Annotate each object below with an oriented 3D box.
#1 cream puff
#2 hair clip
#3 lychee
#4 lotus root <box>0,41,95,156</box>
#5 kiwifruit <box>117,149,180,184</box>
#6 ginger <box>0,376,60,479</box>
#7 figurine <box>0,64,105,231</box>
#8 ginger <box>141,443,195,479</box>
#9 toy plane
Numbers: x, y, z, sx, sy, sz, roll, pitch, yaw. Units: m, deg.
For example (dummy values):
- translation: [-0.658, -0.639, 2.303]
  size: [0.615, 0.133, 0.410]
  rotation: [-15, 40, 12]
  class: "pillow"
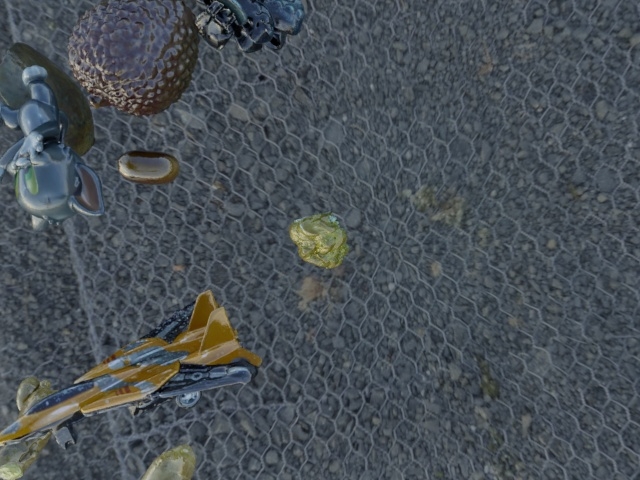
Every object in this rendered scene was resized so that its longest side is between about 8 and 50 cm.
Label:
- translation: [0.001, 0.001, 1.391]
  size: [0.121, 0.156, 0.156]
  rotation: [-28, 86, -12]
  class: "cream puff"
- translation: [-0.194, -0.587, 1.415]
  size: [0.310, 0.194, 0.206]
  rotation: [42, 65, -18]
  class: "hair clip"
- translation: [-0.359, -0.366, 1.143]
  size: [0.271, 0.236, 0.236]
  rotation: [-41, 85, 4]
  class: "lychee"
- translation: [-0.709, -0.349, 1.516]
  size: [0.210, 0.142, 0.314]
  rotation: [-49, 124, -16]
  class: "lotus root"
- translation: [-0.350, -0.149, 1.191]
  size: [0.124, 0.075, 0.075]
  rotation: [0, 89, -21]
  class: "kiwifruit"
- translation: [-0.571, 0.371, 1.170]
  size: [0.115, 0.081, 0.205]
  rotation: [1, 60, -3]
  class: "ginger"
- translation: [-0.472, -0.147, 0.980]
  size: [0.193, 0.140, 0.265]
  rotation: [-20, 68, 24]
  class: "figurine"
- translation: [-0.393, 0.670, 1.353]
  size: [0.348, 0.363, 0.122]
  rotation: [-33, 50, -19]
  class: "ginger"
- translation: [-0.246, 0.189, 0.747]
  size: [0.316, 0.204, 0.103]
  rotation: [-31, 125, -16]
  class: "toy plane"
